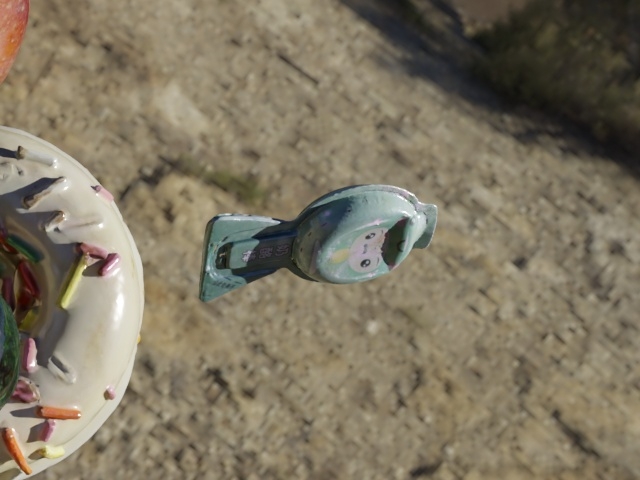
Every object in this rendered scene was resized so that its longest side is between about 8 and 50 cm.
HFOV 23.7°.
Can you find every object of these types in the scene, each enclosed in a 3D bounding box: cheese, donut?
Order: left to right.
[{"bbox_3d":[-0.356,0.058,1.497,0.383,0.382,0.142,35,-14,-5],"label":"donut"},{"bbox_3d":[0.000,0.000,0.741,0.121,0.067,0.026,-9,47,-18],"label":"cheese"}]

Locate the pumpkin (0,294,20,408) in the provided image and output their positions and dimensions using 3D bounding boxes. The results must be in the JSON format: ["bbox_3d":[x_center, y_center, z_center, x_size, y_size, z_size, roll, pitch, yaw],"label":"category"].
[{"bbox_3d":[-0.347,0.099,1.233,0.212,0.211,0.152,8,44,-47],"label":"pumpkin"}]

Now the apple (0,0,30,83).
[{"bbox_3d":[-0.308,-0.169,1.051,0.201,0.201,0.162,7,36,-48],"label":"apple"}]
